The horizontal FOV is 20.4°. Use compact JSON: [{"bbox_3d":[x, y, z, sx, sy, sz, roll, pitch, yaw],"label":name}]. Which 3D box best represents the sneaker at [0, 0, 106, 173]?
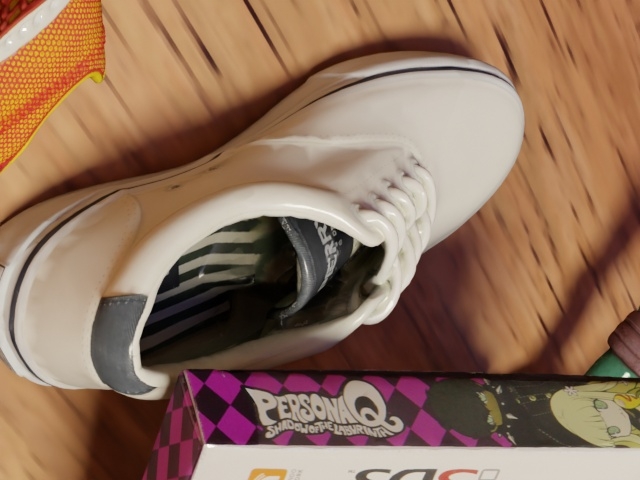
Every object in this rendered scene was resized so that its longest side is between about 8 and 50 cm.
[{"bbox_3d":[-0.130,-0.026,0.546,0.175,0.064,0.067,-38,141,-25],"label":"sneaker"}]

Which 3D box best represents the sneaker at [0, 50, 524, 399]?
[{"bbox_3d":[0.000,0.000,0.668,0.258,0.091,0.094,-28,125,-36],"label":"sneaker"}]

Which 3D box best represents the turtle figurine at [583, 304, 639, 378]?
[{"bbox_3d":[0.117,0.112,0.821,0.234,0.118,0.175,-40,129,-8],"label":"turtle figurine"}]

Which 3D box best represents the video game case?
[{"bbox_3d":[0.020,0.143,0.675,0.210,0.042,0.232,4,130,-23],"label":"video game case"}]
